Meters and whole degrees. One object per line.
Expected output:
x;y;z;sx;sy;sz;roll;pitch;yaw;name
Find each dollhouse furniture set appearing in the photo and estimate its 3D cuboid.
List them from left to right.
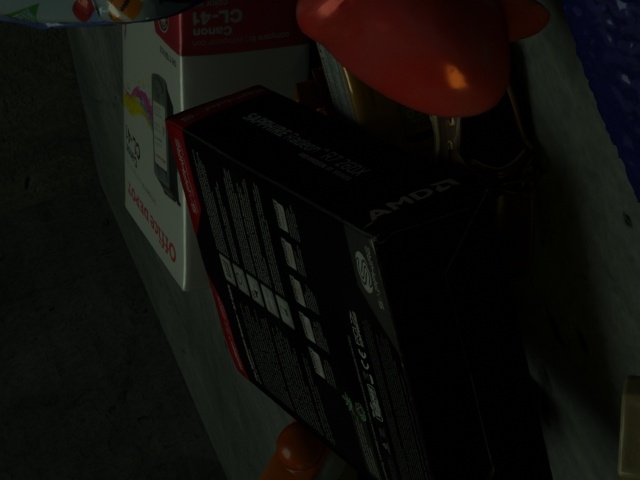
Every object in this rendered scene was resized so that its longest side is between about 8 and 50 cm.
0.222;0.140;1.070;0.081;0.091;0.114;0;-87;-60;dollhouse furniture set

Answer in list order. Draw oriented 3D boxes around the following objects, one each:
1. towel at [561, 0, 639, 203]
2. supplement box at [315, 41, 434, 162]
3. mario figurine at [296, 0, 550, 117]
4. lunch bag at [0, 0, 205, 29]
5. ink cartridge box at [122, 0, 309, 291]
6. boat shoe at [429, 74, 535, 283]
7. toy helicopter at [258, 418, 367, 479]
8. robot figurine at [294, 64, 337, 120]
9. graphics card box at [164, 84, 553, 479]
0.207;-0.009;0.592;0.227;0.076;0.308;-13;107;61;towel
0.060;-0.076;1.300;0.080;0.078;0.233;-133;27;-68;supplement box
0.067;-0.228;1.013;0.198;0.170;0.321;2;-104;-64;mario figurine
-0.173;-0.278;1.526;0.303;0.243;0.115;15;131;43;lunch bag
-0.103;-0.136;1.685;0.226;0.131;0.306;-131;39;-58;ink cartridge box
0.108;-0.048;1.155;0.060;0.064;0.178;-131;26;-66;boat shoe
0.010;0.251;1.432;0.235;0.140;0.355;67;-147;-30;toy helicopter
0.028;-0.021;1.513;0.291;0.085;0.211;94;159;-63;robot figurine
0.017;0.037;1.265;0.371;0.094;0.233;32;139;62;graphics card box
